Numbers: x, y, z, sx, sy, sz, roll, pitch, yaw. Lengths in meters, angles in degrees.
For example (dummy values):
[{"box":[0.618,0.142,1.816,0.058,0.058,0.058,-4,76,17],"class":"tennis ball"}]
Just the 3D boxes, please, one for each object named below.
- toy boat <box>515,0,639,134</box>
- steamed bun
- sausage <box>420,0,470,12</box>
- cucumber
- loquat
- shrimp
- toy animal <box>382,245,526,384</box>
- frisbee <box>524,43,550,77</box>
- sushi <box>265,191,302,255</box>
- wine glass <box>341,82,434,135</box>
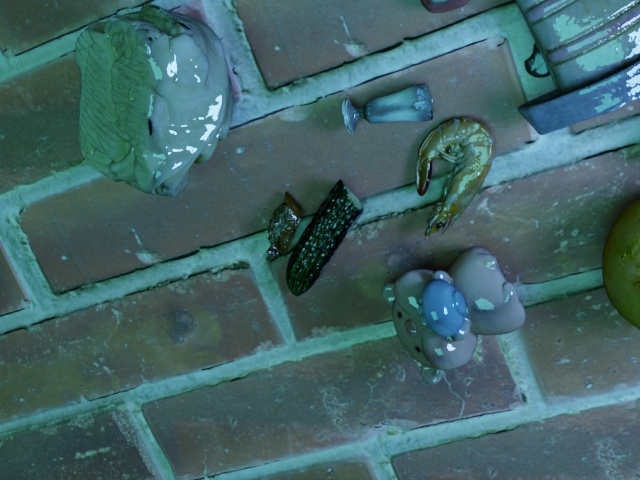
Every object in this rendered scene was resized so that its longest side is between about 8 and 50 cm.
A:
[{"box":[0.450,-0.330,1.486,0.276,0.111,0.293,-6,105,16],"class":"toy boat"},{"box":[-0.273,-0.255,1.633,0.394,0.238,0.346,-38,75,52],"class":"steamed bun"},{"box":[0.216,-0.422,1.547,0.094,0.054,0.059,-13,107,18],"class":"sausage"},{"box":[-0.001,-0.001,1.751,0.077,0.077,0.265,35,115,-1],"class":"cucumber"},{"box":[0.610,0.039,1.537,0.263,0.263,0.263,5,111,12],"class":"loquat"},{"box":[0.230,-0.117,1.661,0.133,0.053,0.236,24,111,2],"class":"shrimp"},{"box":[0.253,0.121,1.683,0.221,0.229,0.210,-22,73,-19],"class":"toy animal"},{"box":[0.416,-0.397,1.532,0.188,0.012,0.210,-16,106,18],"class":"frisbee"},{"box":[-0.073,-0.032,1.770,0.055,0.052,0.120,19,117,-10],"class":"sushi"},{"box":[0.121,-0.236,1.634,0.156,0.072,0.072,-8,108,17],"class":"wine glass"}]
